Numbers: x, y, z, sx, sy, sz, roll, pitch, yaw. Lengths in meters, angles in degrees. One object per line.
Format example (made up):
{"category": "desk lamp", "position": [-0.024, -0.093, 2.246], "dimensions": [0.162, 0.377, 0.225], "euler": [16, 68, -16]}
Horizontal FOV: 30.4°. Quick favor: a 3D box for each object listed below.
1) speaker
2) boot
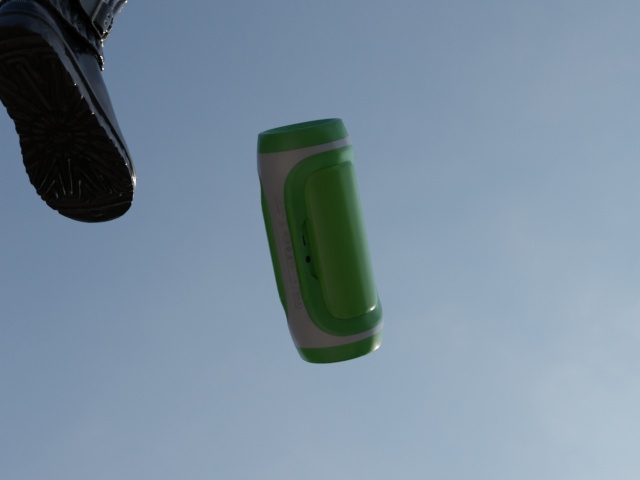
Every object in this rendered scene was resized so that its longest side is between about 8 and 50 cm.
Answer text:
{"category": "speaker", "position": [0.000, 0.000, 1.497], "dimensions": [0.131, 0.131, 0.297], "euler": [-8, -80, 13]}
{"category": "boot", "position": [-0.311, -0.221, 1.519], "dimensions": [0.131, 0.260, 0.348], "euler": [-5, -46, 8]}
